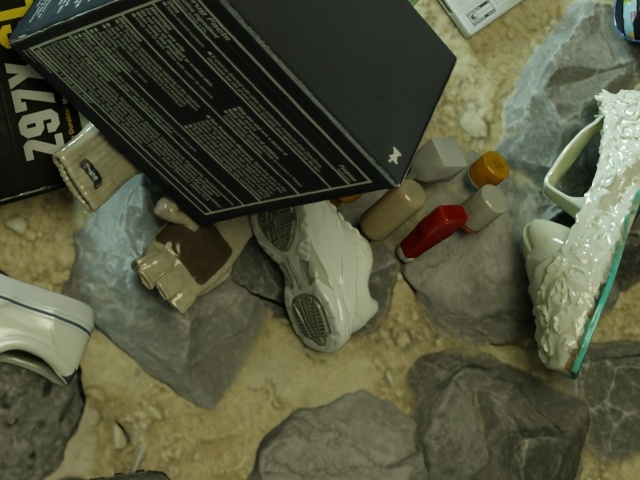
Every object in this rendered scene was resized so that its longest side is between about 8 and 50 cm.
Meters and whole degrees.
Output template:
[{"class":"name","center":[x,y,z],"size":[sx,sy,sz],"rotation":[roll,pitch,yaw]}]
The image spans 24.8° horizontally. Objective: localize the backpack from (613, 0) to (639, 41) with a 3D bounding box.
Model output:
[{"class":"backpack","center":[0.458,-0.329,1.857],"size":[0.117,0.158,0.173],"rotation":[15,83,-37]}]

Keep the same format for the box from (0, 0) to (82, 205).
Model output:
[{"class":"box","center":[-0.385,-0.183,1.432],"size":[0.257,0.079,0.322],"rotation":[-18,108,-28]}]

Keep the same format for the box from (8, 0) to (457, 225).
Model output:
[{"class":"box","center":[-0.081,-0.184,1.408],"size":[0.296,0.294,0.183],"rotation":[45,56,-30]}]

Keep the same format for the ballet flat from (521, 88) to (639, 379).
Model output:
[{"class":"ballet flat","center":[0.317,-0.019,1.741],"size":[0.147,0.147,0.409],"rotation":[35,62,-11]}]

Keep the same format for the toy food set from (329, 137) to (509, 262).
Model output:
[{"class":"toy food set","center":[0.116,-0.044,1.681],"size":[0.232,0.104,0.111],"rotation":[-5,63,-42]}]

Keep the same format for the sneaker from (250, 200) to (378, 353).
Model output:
[{"class":"sneaker","center":[0.000,0.000,1.604],"size":[0.115,0.090,0.232],"rotation":[-29,109,-43]}]

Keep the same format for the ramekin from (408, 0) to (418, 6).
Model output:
[{"class":"ramekin","center":[0.027,-0.314,1.593],"size":[0.148,0.303,0.303],"rotation":[45,64,-15]}]

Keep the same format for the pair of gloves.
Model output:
[{"class":"pair of gloves","center":[-0.162,-0.057,1.546],"size":[0.240,0.042,0.204],"rotation":[53,53,-24]}]

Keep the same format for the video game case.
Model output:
[{"class":"video game case","center":[0.197,-0.349,1.824],"size":[0.157,0.019,0.143],"rotation":[-36,91,-26]}]

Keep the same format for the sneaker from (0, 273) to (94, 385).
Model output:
[{"class":"sneaker","center":[-0.349,0.076,1.432],"size":[0.258,0.094,0.091],"rotation":[17,66,-19]}]
